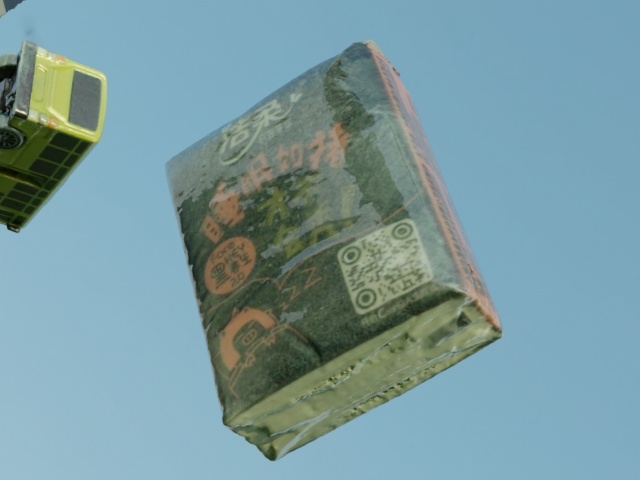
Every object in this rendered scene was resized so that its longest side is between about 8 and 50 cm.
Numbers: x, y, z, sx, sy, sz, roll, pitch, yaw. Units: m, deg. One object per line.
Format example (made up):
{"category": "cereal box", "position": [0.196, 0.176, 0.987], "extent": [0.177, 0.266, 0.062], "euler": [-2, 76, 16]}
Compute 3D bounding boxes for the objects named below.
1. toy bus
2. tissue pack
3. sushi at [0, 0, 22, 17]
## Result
{"category": "toy bus", "position": [-0.260, -0.084, 1.407], "extent": [0.101, 0.088, 0.175], "euler": [18, -37, -26]}
{"category": "tissue pack", "position": [0.000, 0.000, 1.357], "extent": [0.228, 0.315, 0.103], "euler": [-29, -45, 12]}
{"category": "sushi", "position": [-0.254, -0.261, 1.078], "extent": [0.050, 0.290, 0.264], "euler": [10, -64, 12]}
